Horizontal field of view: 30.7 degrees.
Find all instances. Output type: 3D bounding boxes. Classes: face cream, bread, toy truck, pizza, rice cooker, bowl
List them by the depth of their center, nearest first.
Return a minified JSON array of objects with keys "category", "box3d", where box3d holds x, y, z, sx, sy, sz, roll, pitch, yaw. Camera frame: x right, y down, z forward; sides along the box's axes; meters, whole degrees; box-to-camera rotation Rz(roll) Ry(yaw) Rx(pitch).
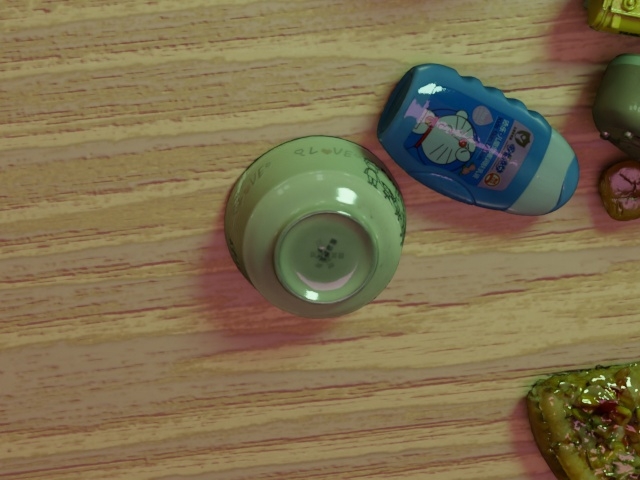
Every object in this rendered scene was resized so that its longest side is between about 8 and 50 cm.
[{"category":"toy truck","box3d":[0.425,-0.279,1.404,0.226,0.114,0.098,8,109,-10]},{"category":"rice cooker","box3d":[0.432,-0.149,1.434,0.206,0.145,0.127,33,86,-18]},{"category":"bowl","box3d":[0.000,0.000,1.451,0.237,0.126,0.238,-2,112,-5]},{"category":"face cream","box3d":[0.205,-0.114,1.455,0.264,0.083,0.149,24,109,-15]},{"category":"bread","box3d":[0.401,-0.066,1.516,0.081,0.046,0.083,12,109,-9]},{"category":"pizza","box3d":[0.441,0.282,1.638,0.287,0.074,0.251,-12,114,-1]}]
